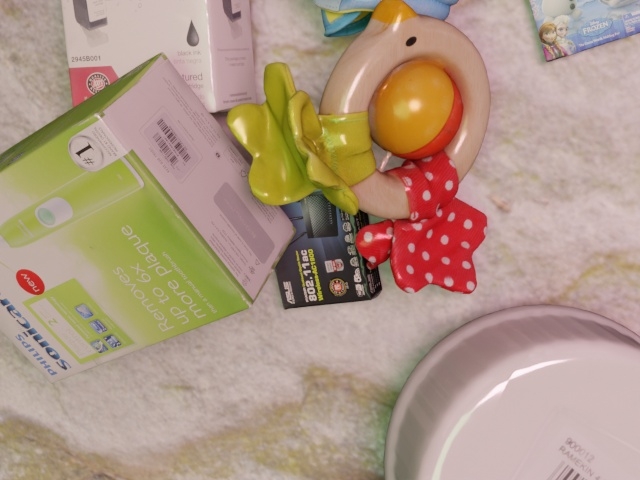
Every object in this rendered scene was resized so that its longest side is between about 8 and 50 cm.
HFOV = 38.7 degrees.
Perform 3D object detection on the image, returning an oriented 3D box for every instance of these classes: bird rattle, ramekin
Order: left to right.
[{"bbox_3d":[0.068,-0.073,0.732,0.253,0.143,0.207,27,94,-32],"label":"bird rattle"},{"bbox_3d":[0.192,0.195,0.728,0.277,0.135,0.277,0,91,1],"label":"ramekin"}]

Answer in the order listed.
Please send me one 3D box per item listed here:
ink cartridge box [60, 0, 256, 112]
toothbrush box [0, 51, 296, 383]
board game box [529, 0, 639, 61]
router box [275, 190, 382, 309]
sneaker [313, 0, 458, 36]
[{"bbox_3d":[-0.152,-0.226,0.840,0.158,0.092,0.218,1,101,21],"label":"ink cartridge box"},{"bbox_3d":[-0.201,-0.009,0.841,0.283,0.122,0.206,-21,115,35],"label":"toothbrush box"},{"bbox_3d":[0.216,-0.202,0.741,0.090,0.020,0.090,-16,95,24],"label":"board game box"},{"bbox_3d":[0.000,0.000,0.863,0.092,0.038,0.122,-8,99,23],"label":"router box"},{"bbox_3d":[0.001,-0.292,0.747,0.319,0.127,0.208,34,111,12],"label":"sneaker"}]
